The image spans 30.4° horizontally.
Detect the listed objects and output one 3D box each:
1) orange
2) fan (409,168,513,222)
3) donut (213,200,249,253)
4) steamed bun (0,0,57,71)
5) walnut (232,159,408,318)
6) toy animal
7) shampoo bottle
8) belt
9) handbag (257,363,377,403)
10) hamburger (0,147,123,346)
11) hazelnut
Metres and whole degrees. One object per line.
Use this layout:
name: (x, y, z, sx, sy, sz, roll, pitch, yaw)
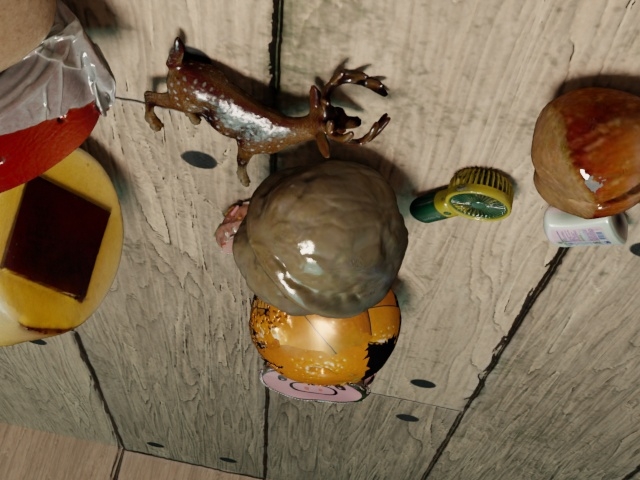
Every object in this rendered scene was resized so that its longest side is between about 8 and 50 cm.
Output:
orange: (0.008, 0.121, 1.777, 0.234, 0.182, 0.234, 9, 143, 7)
fan: (0.171, -0.052, 1.467, 0.082, 0.039, 0.155, 28, 153, -34)
donut: (-0.065, -0.012, 1.639, 0.166, 0.065, 0.117, 12, 158, -2)
steamed bun: (-0.417, -0.258, 1.091, 0.301, 0.199, 0.251, 10, 156, 7)
walnut: (0.000, 0.000, 1.451, 0.224, 0.224, 0.224, 10, 156, 5)
toy animal: (-0.072, -0.140, 1.334, 0.243, 0.087, 0.260, 19, 159, -19)
shampoo bottle: (0.323, -0.019, 1.460, 0.099, 0.043, 0.072, -4, 151, 34)
belt: (-0.378, -0.166, 1.256, 0.324, 0.227, 0.115, -13, 151, 9)
handbag: (0.006, 0.207, 2.031, 0.205, 0.116, 0.179, 10, 155, 8)
hamburger: (-0.394, -0.005, 1.536, 0.170, 0.302, 0.302, 5, 156, 33)
hazelnut: (0.290, -0.094, 1.219, 0.143, 0.143, 0.154, 13, 164, -1)
